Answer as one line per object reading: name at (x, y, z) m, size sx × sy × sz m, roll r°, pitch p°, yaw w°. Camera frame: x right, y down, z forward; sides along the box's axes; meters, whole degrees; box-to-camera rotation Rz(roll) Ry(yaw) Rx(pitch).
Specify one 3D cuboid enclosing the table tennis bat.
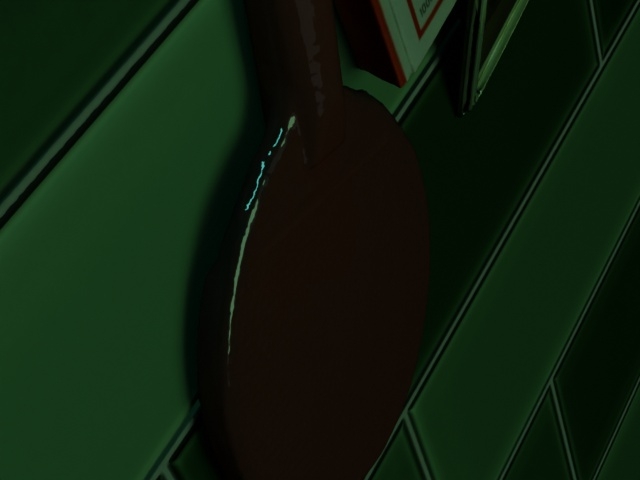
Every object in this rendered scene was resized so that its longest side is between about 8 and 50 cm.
table tennis bat at (0.000, 0.000, 0.893) m, size 0.268 × 0.051 × 0.415 m, roll -44°, pitch 136°, yaw -45°

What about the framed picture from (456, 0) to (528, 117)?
framed picture at (0.164, -0.243, 1.054) m, size 0.197 × 0.014 × 0.252 m, roll 87°, pitch 28°, yaw -60°

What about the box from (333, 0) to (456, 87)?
box at (0.073, -0.228, 0.934) m, size 0.229 × 0.050 × 0.123 m, roll -60°, pitch 144°, yaw -29°
